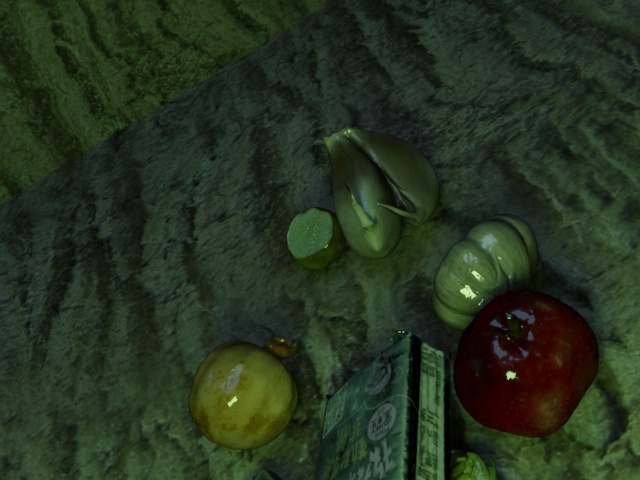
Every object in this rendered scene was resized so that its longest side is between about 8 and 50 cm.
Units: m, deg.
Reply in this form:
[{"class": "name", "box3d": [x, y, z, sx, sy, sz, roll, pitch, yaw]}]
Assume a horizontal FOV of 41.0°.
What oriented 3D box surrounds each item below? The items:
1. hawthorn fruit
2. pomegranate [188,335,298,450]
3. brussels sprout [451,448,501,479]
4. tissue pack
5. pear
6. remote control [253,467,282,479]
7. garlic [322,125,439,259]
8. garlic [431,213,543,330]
[{"class": "hawthorn fruit", "box3d": [0.312, 0.172, 1.301, 0.230, 0.266, 0.210, -41, 59, -12]}, {"class": "pomegranate", "box3d": [-0.143, 0.278, 1.554, 0.207, 0.207, 0.207, -20, 37, 16]}, {"class": "brussels sprout", "box3d": [0.201, 0.390, 1.258, 0.139, 0.100, 0.180, -13, 52, 30]}, {"class": "tissue pack", "box3d": [0.085, 0.347, 1.298, 0.259, 0.122, 0.361, -46, 24, 38]}, {"class": "pear", "box3d": [0.000, 0.000, 1.865, 0.141, 0.104, 0.141, -15, 64, 32]}, {"class": "remote control", "box3d": [-0.070, 0.449, 1.315, 0.123, 0.038, 0.285, -63, 18, -3]}, {"class": "garlic", "box3d": [0.140, -0.097, 1.773, 0.232, 0.245, 0.340, -15, 26, 1]}, {"class": "garlic", "box3d": [0.294, 0.066, 1.490, 0.152, 0.227, 0.228, 39, 72, 23]}]
